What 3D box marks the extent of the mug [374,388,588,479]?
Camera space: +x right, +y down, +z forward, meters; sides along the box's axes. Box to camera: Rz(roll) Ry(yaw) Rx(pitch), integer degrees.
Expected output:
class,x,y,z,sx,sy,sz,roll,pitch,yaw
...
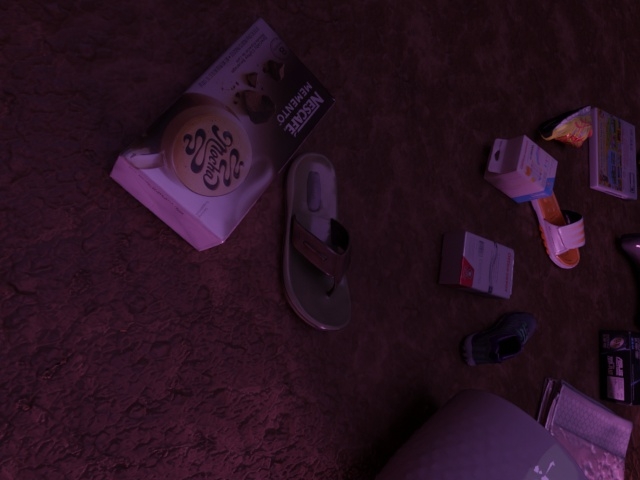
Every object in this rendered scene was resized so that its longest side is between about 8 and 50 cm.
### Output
class,x,y,z,sx,sy,sz,roll,pitch,yaw
mug,0.218,0.484,0.776,0.328,0.276,0.374,-32,131,-24

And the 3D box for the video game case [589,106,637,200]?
class,x,y,z,sx,sy,sz,roll,pitch,yaw
video game case,0.825,-0.240,1.346,0.206,0.026,0.227,9,81,-30

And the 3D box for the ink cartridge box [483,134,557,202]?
class,x,y,z,sx,sy,sz,roll,pitch,yaw
ink cartridge box,0.442,-0.161,1.066,0.143,0.090,0.092,26,72,-27

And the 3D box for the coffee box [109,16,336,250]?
class,x,y,z,sx,sy,sz,roll,pitch,yaw
coffee box,-0.133,-0.153,0.699,0.168,0.118,0.297,44,65,-18

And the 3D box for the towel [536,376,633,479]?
class,x,y,z,sx,sy,sz,roll,pitch,yaw
towel,0.605,0.524,1.107,0.331,0.053,0.317,30,70,-24

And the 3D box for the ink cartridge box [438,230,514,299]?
class,x,y,z,sx,sy,sz,roll,pitch,yaw
ink cartridge box,0.323,0.054,0.984,0.150,0.063,0.109,18,75,-29

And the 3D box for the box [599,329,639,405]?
class,x,y,z,sx,sy,sz,roll,pitch,yaw
box,0.799,0.326,1.231,0.147,0.077,0.180,11,78,-30

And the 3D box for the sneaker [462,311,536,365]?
class,x,y,z,sx,sy,sz,roll,pitch,yaw
sneaker,0.403,0.210,0.993,0.223,0.098,0.083,-18,94,-31

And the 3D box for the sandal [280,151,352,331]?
class,x,y,z,sx,sy,sz,roll,pitch,yaw
sandal,-0.001,-0.001,0.780,0.120,0.086,0.303,-4,86,-31

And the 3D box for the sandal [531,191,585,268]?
class,x,y,z,sx,sy,sz,roll,pitch,yaw
sandal,0.575,-0.051,1.141,0.102,0.076,0.265,-33,101,-29

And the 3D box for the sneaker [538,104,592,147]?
class,x,y,z,sx,sy,sz,roll,pitch,yaw
sneaker,0.630,-0.275,1.200,0.208,0.081,0.094,-23,99,-32

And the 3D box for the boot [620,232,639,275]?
class,x,y,z,sx,sy,sz,roll,pitch,yaw
boot,0.936,0.140,1.321,0.338,0.118,0.223,32,74,-20

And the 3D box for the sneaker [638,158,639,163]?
class,x,y,z,sx,sy,sz,roll,pitch,yaw
sneaker,1.008,-0.171,1.424,0.083,0.084,0.215,-24,94,-18
